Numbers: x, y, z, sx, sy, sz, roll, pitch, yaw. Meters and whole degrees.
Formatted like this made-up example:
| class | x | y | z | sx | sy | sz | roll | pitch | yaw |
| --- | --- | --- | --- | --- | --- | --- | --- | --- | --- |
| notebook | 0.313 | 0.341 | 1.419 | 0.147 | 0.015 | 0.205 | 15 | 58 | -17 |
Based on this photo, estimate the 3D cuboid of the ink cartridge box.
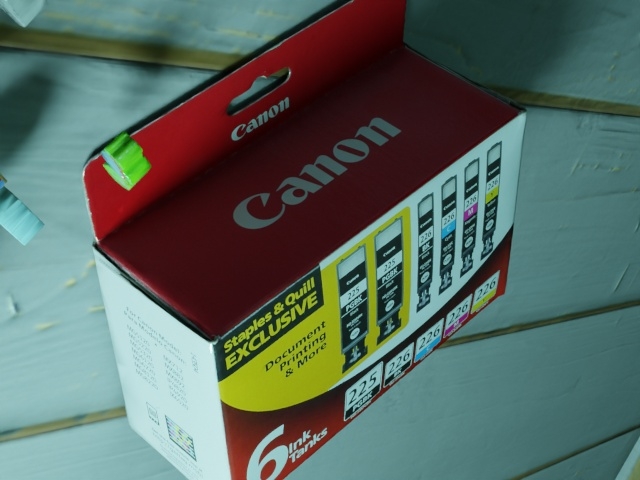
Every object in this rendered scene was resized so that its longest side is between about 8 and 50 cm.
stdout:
| class | x | y | z | sx | sy | sz | roll | pitch | yaw |
| --- | --- | --- | --- | --- | --- | --- | --- | --- | --- |
| ink cartridge box | 0.000 | 0.000 | 0.903 | 0.309 | 0.130 | 0.272 | -37 | 145 | -28 |

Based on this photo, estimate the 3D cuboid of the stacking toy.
| class | x | y | z | sx | sy | sz | roll | pitch | yaw |
| --- | --- | --- | --- | --- | --- | --- | --- | --- | --- |
| stacking toy | -0.189 | -0.037 | 0.655 | 0.167 | 0.052 | 0.221 | -47 | 152 | -12 |
